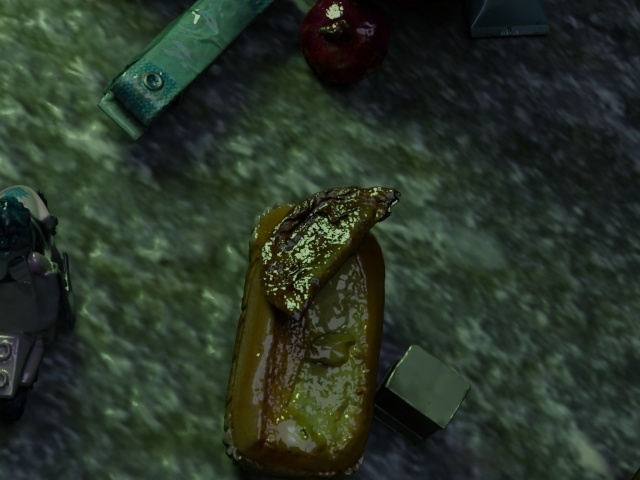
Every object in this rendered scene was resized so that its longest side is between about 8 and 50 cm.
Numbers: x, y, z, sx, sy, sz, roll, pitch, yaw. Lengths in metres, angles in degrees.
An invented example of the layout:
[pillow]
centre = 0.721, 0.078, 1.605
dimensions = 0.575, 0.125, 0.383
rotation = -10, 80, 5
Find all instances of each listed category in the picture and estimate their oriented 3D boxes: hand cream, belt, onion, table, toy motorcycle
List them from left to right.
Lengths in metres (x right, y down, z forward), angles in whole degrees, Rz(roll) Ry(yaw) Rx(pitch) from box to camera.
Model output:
[toy motorcycle]
centre = -0.303, 0.038, 1.527
dimensions = 0.108, 0.204, 0.239
rotation = -12, 66, -5
[belt]
centre = -0.133, -0.226, 1.765
dimensions = 0.072, 0.087, 0.302
rotation = 47, 61, -9
[onion]
centre = 0.026, -0.234, 1.813
dimensions = 0.107, 0.097, 0.107
rotation = 1, 93, 17
[table]
centre = 0.101, 0.164, 1.671
dimensions = 0.079, 0.083, 0.062
rotation = 37, 62, -1
[hand cream]
centre = 0.207, -0.397, 1.975
dimensions = 0.111, 0.070, 0.312
rotation = -4, 77, -22

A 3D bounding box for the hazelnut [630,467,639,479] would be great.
[hazelnut]
centre = 0.418, 0.322, 1.655
dimensions = 0.210, 0.186, 0.210
rotation = 4, 52, -5

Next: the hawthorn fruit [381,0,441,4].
[hawthorn fruit]
centre = 0.127, -0.445, 1.785
dimensions = 0.403, 0.403, 0.402
rotation = 7, 66, -16

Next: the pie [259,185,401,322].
[pie]
centre = -0.003, 0.000, 1.609
dimensions = 0.088, 0.033, 0.191
rotation = 32, 60, 16

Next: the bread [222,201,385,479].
[bread]
centre = -0.018, 0.113, 1.637
dimensions = 0.152, 0.119, 0.288
rotation = 12, 64, -9
